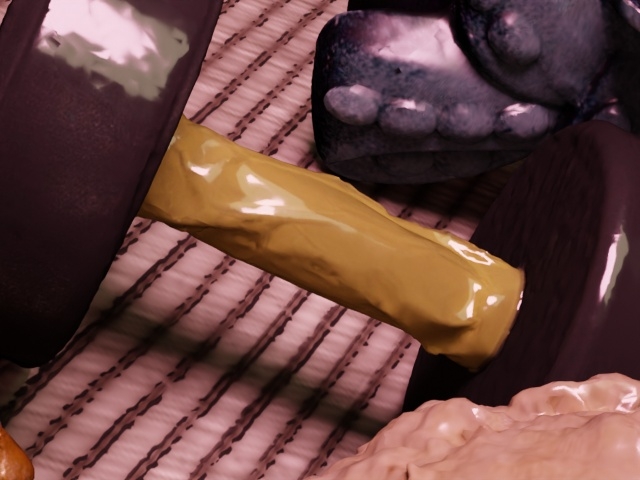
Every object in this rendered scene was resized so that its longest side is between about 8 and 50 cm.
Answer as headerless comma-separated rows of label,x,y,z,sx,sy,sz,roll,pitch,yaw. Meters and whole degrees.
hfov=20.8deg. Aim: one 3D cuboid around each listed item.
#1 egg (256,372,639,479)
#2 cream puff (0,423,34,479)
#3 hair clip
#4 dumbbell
egg,0.096,0.180,0.589,0.310,0.279,0.279,17,42,-18
cream puff,-0.157,0.099,0.621,0.094,0.122,0.116,-38,109,-54
hair clip,0.158,-0.082,0.942,0.310,0.206,0.194,28,39,-6
dumbbell,0.000,0.000,0.753,0.322,0.204,0.204,24,40,-12
